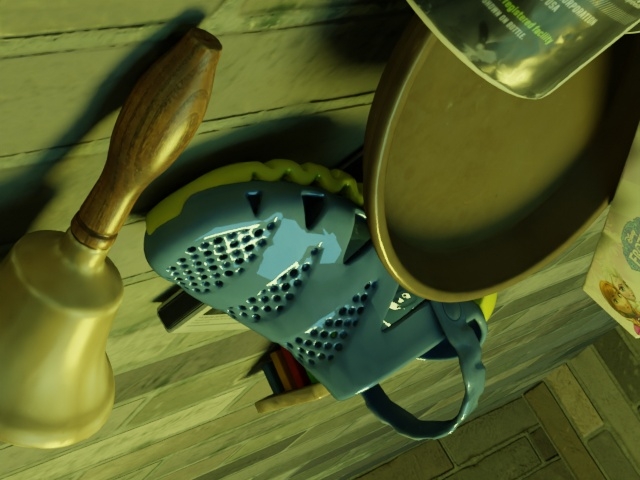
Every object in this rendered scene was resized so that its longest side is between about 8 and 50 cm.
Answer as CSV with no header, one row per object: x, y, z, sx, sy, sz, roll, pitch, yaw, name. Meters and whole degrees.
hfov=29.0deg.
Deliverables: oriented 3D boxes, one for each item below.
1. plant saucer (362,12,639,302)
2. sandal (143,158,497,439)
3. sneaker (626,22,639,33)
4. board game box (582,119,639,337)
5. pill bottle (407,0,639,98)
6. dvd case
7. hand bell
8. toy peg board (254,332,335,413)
0.128,-0.087,0.775,0.278,0.041,0.277,-27,137,-28,plant saucer
0.018,0.047,0.850,0.317,0.138,0.126,22,140,-37,sandal
0.245,-0.180,0.716,0.235,0.084,0.097,-40,146,-11,sneaker
0.340,-0.106,0.876,0.318,0.066,0.318,-38,157,-15,board game box
0.146,-0.183,0.532,0.246,0.130,0.130,-39,163,28,pill bottle
0.000,0.000,1.017,0.239,0.029,0.179,-36,165,18,dvd case
-0.117,-0.012,0.668,0.126,0.126,0.242,-10,143,-53,hand bell
0.013,0.115,1.351,0.161,0.079,0.161,-22,178,-28,toy peg board
